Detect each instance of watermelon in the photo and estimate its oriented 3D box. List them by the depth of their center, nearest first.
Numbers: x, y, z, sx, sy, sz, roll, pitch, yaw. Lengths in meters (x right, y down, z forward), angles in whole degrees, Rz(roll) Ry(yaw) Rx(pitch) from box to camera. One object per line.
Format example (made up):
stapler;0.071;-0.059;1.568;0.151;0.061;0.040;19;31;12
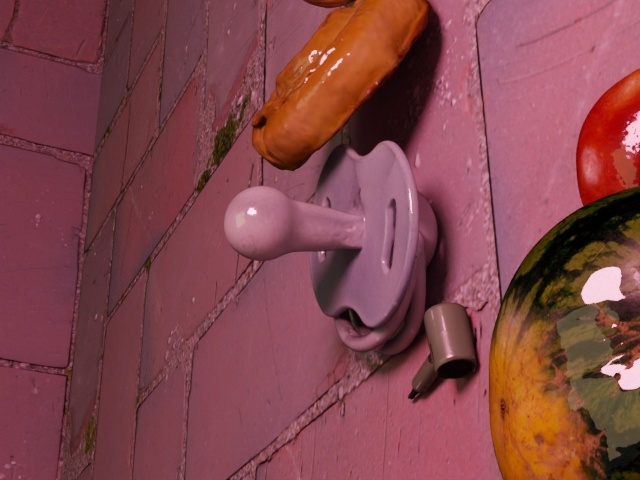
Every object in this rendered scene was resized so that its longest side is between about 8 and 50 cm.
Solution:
watermelon;0.227;0.100;0.731;0.269;0.269;0.269;-168;90;-69

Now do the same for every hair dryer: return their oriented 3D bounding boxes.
hair dryer;0.118;0.134;1.271;0.150;0.047;0.071;118;153;-49

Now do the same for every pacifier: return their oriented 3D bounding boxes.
pacifier;0.000;0.000;1.372;0.299;0.233;0.244;-176;94;-70

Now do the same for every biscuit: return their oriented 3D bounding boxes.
biscuit;0.017;-0.218;1.504;0.296;0.102;0.296;-47;12;14

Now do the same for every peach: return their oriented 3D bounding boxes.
peach;0.258;-0.058;0.945;0.118;0.151;0.151;-28;33;2

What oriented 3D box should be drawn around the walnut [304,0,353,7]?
walnut;0.030;-0.407;1.593;0.197;0.165;0.165;-38;27;1
